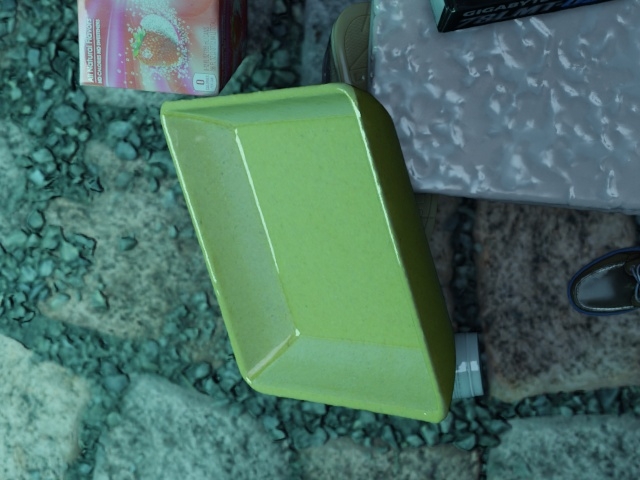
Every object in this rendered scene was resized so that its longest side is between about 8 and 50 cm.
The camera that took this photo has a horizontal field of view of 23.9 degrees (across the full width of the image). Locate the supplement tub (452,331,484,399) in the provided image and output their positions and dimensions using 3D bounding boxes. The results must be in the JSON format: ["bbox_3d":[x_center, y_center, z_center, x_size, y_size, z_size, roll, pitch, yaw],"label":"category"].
[{"bbox_3d":[0.116,0.135,1.599,0.107,0.071,0.071,-5,93,8],"label":"supplement tub"}]

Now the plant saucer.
[{"bbox_3d":[0.000,0.000,1.507,0.081,0.333,0.332,-26,106,-35],"label":"plant saucer"}]

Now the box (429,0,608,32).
[{"bbox_3d":[0.222,-0.374,1.489,0.296,0.073,0.293,-12,80,-7],"label":"box"}]

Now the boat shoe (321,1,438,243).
[{"bbox_3d":[0.056,-0.102,1.582,0.103,0.092,0.285,-9,90,-11],"label":"boat shoe"}]

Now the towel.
[{"bbox_3d":[0.204,-0.197,1.526,0.317,0.053,0.331,4,84,-3],"label":"towel"}]

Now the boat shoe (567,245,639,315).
[{"bbox_3d":[0.345,0.035,1.563,0.183,0.066,0.066,-17,91,8],"label":"boat shoe"}]

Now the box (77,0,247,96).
[{"bbox_3d":[-0.159,-0.311,1.526,0.154,0.142,0.299,6,115,7],"label":"box"}]
